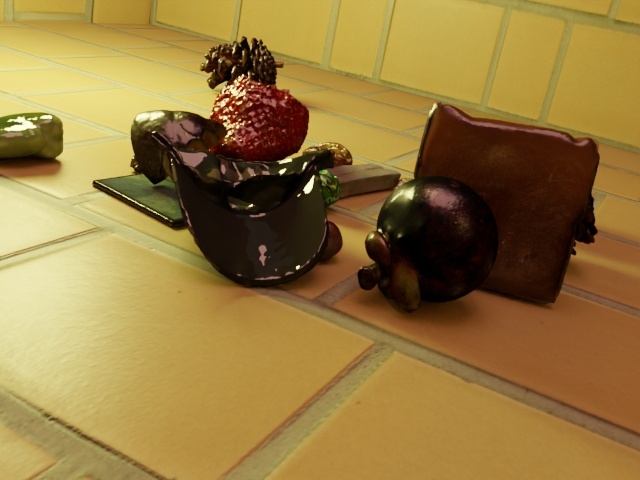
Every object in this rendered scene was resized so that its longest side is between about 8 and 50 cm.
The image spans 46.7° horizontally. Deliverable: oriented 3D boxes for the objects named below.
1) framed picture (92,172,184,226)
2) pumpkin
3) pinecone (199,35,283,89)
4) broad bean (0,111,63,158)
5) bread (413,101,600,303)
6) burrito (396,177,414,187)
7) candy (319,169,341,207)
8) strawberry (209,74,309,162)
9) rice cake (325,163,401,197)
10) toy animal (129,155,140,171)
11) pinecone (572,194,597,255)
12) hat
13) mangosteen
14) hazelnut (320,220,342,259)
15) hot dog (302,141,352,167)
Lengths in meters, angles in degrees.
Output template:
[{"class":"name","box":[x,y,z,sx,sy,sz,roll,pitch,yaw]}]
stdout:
[{"class":"framed picture","box":[-0.275,-0.104,1.610,0.264,0.016,0.347,26,26,33]},{"class":"pumpkin","box":[-0.311,-0.249,1.637,0.130,0.149,0.254,-24,19,30]},{"class":"pinecone","box":[-0.287,-0.616,2.682,0.308,0.244,0.244,1,17,17]},{"class":"broad bean","box":[-0.670,-0.227,1.613,0.169,0.100,0.228,18,22,36]},{"class":"bread","box":[0.330,-0.077,1.426,0.332,0.324,0.143,15,13,12]},{"class":"burrito","box":[0.284,-0.138,1.950,0.188,0.045,0.058,2,15,-18]},{"class":"candy","box":[-0.100,-0.137,1.729,0.323,0.097,0.097,12,19,29]},{"class":"strawberry","box":[-0.166,-0.273,1.861,0.260,0.258,0.261,9,-16,3]},{"class":"rice cake","box":[0.076,-0.152,1.869,0.106,0.050,0.297,27,26,34]},{"class":"toy animal","box":[-0.353,-0.203,1.748,0.086,0.069,0.219,-5,6,34]},{"class":"pinecone","box":[0.446,-0.061,1.605,0.291,0.247,0.246,-9,24,-10]},{"class":"hat","box":[-0.146,-0.054,1.391,0.365,0.257,0.382,6,61,-16]},{"class":"mangosteen","box":[0.175,0.010,1.278,0.265,0.228,0.228,-30,35,-14]},{"class":"hazelnut","box":[0.000,0.000,1.400,0.086,0.087,0.086,10,20,-4]},{"class":"hot dog","box":[0.019,-0.230,2.025,0.147,0.065,0.099,26,35,30]}]
